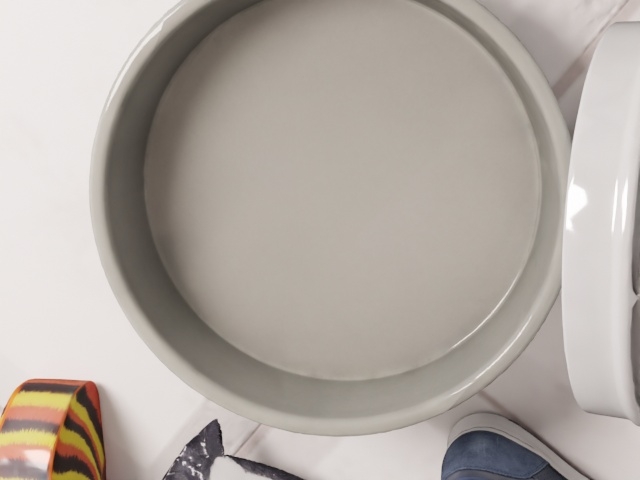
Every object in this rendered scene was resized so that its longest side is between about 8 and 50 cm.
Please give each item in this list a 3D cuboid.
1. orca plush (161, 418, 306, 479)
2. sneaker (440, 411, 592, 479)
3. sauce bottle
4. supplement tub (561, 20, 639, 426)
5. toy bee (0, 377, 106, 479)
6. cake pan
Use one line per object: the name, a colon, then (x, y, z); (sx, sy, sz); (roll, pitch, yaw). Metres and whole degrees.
orca plush: (0.002, 0.259, 0.927); (0.287, 0.151, 0.102); (26, 151, 1)
sneaker: (0.165, 0.220, 0.818); (0.226, 0.163, 0.086); (29, 117, 3)
sauce bottle: (0.000, 0.000, 0.844); (0.042, 0.042, 0.128); (-32, 101, 28)
supplement tub: (0.292, 0.001, 0.589); (0.324, 0.235, 0.235); (5, 114, 23)
toy bee: (-0.187, 0.262, 0.959); (0.195, 0.162, 0.298); (-22, 104, 24)
cake pan: (0.007, -0.027, 0.788); (0.293, 0.054, 0.293); (2, 103, 7)
